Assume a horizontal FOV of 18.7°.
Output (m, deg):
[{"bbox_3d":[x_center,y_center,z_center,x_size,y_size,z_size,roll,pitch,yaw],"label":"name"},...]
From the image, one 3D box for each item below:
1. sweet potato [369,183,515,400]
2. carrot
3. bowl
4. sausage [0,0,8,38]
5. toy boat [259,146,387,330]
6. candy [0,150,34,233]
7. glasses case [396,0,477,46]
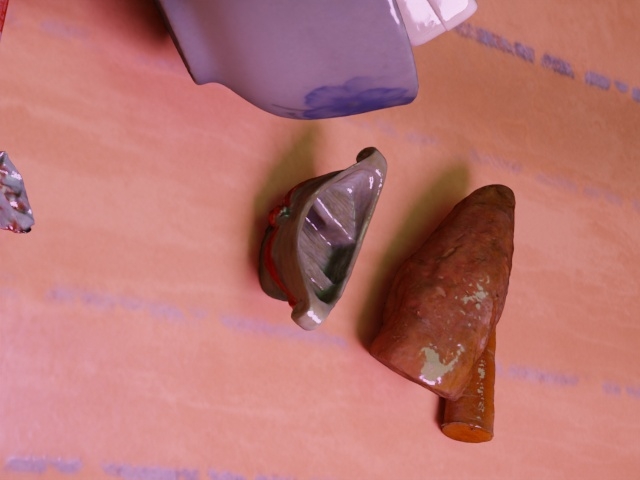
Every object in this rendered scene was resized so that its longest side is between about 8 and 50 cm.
[{"bbox_3d":[0.112,0.039,1.656,0.097,0.097,0.252,53,42,-26],"label":"sweet potato"},{"bbox_3d":[0.130,0.104,1.691,0.048,0.048,0.139,28,57,-43],"label":"carrot"},{"bbox_3d":[-0.054,-0.201,1.438,0.289,0.146,0.289,63,-4,8],"label":"bowl"},{"bbox_3d":[-0.237,-0.127,1.325,0.034,0.034,0.129,30,59,-42],"label":"sausage"},{"bbox_3d":[-0.001,0.001,1.540,0.089,0.071,0.185,48,47,-30],"label":"toy boat"},{"bbox_3d":[-0.288,-0.015,1.214,0.292,0.059,0.086,-20,94,-51],"label":"candy"},{"bbox_3d":[0.020,-0.312,1.609,0.313,0.070,0.131,55,9,-24],"label":"glasses case"}]
